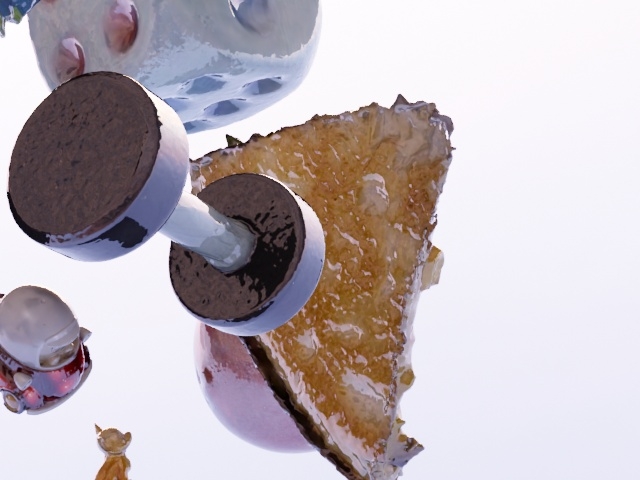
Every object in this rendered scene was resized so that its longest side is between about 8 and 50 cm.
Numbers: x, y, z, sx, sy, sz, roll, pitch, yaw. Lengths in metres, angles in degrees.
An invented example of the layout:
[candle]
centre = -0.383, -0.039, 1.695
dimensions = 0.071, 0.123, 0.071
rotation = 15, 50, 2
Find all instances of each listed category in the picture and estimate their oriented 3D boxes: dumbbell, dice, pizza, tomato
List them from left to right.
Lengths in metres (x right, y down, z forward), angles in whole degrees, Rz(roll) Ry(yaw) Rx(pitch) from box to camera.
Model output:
[dice]
centre = -0.177, -0.281, 1.493
dimensions = 0.264, 0.263, 0.268
rotation = -5, 166, -46
[dumbbell]
centre = -0.082, -0.015, 0.703
dimensions = 0.100, 0.191, 0.100
rotation = -11, -113, 26
[tomato]
centre = -0.049, 0.147, 1.596
dimensions = 0.227, 0.270, 0.270
rotation = -18, -152, -21
[pizza]
centre = -0.016, 0.021, 1.377
dimensions = 0.080, 0.435, 0.391
rotation = -7, -156, -45

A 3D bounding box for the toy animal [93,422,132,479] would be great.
[toy animal]
centre = -0.247, 0.252, 1.409
dimensions = 0.081, 0.083, 0.060
rotation = -22, -176, -8

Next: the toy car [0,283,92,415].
[toy car]
centre = -0.299, 0.094, 1.261
dimensions = 0.139, 0.112, 0.112
rotation = 37, -136, 10

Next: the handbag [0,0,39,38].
[handbag]
centre = -0.276, -0.353, 1.064
dimensions = 0.241, 0.263, 0.222
rotation = -43, -118, -10
